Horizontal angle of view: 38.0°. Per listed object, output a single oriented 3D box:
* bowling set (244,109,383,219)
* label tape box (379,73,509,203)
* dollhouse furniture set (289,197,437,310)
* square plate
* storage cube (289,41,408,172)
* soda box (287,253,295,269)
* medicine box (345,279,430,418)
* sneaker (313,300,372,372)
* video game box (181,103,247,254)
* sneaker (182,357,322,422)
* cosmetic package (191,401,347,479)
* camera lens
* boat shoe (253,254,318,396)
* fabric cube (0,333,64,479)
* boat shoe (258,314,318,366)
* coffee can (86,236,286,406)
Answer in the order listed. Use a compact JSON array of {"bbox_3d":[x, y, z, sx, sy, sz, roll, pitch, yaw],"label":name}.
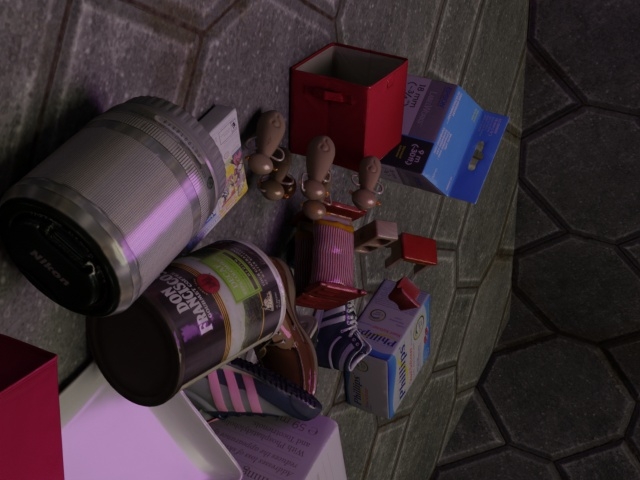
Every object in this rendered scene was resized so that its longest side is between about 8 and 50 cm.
[{"bbox_3d":[-0.034,-0.104,1.829,0.200,0.287,0.154,125,-18,-49],"label":"bowling set"},{"bbox_3d":[0.236,-0.249,2.153,0.241,0.333,0.106,-67,156,-15],"label":"label tape box"},{"bbox_3d":[0.117,0.052,2.040,0.374,0.152,0.201,11,67,-30],"label":"dollhouse furniture set"},{"bbox_3d":[-0.323,0.373,1.511,0.344,0.049,0.347,56,44,-13],"label":"square plate"},{"bbox_3d":[0.060,-0.279,1.934,0.215,0.183,0.193,-42,143,-50],"label":"storage cube"},{"bbox_3d":[0.000,0.000,2.122,0.183,0.063,0.058,-55,-178,-35],"label":"soda box"},{"bbox_3d":[0.194,0.312,2.674,0.289,0.149,0.263,-53,149,-40],"label":"medicine box"},{"bbox_3d":[0.066,0.189,2.301,0.099,0.153,0.282,23,85,-67],"label":"sneaker"},{"bbox_3d":[-0.207,-0.108,1.635,0.205,0.048,0.187,-51,147,-40],"label":"video game box"},{"bbox_3d":[-0.160,0.287,1.713,0.112,0.319,0.131,-98,-149,-87],"label":"sneaker"},{"bbox_3d":[-0.177,0.530,1.779,0.394,0.329,0.327,-54,151,-37],"label":"cosmetic package"},{"bbox_3d":[-0.285,-0.047,1.287,0.274,0.219,0.219,-52,149,-39],"label":"camera lens"},{"bbox_3d":[-0.101,0.176,1.853,0.120,0.122,0.324,27,41,-59],"label":"boat shoe"},{"bbox_3d":[-0.468,0.256,1.050,0.254,0.259,0.258,-36,135,-53],"label":"fabric cube"},{"bbox_3d":[-0.069,0.268,2.147,0.233,0.084,0.079,-49,147,-48],"label":"boat shoe"},{"bbox_3d":[-0.217,0.127,1.546,0.275,0.201,0.202,-27,130,-51],"label":"coffee can"}]
